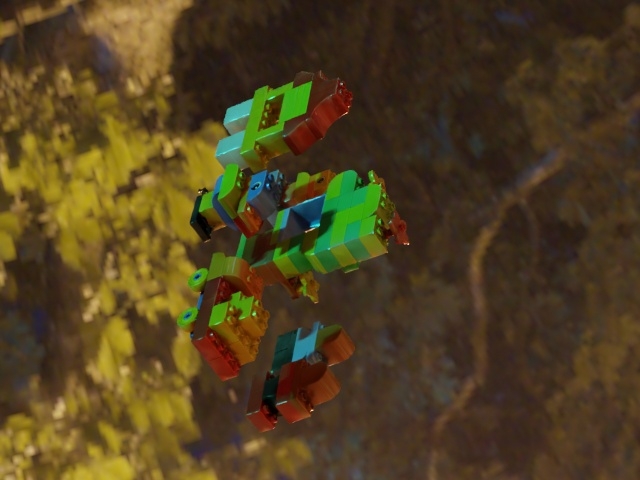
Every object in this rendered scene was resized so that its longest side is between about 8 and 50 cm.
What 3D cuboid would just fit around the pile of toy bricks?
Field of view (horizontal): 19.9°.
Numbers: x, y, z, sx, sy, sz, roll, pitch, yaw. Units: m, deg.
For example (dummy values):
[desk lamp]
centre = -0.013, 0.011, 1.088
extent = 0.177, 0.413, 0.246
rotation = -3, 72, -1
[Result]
[pile of toy bricks]
centre = 0.000, 0.000, 1.016
extent = 0.105, 0.212, 0.118
rotation = -20, -55, 24
